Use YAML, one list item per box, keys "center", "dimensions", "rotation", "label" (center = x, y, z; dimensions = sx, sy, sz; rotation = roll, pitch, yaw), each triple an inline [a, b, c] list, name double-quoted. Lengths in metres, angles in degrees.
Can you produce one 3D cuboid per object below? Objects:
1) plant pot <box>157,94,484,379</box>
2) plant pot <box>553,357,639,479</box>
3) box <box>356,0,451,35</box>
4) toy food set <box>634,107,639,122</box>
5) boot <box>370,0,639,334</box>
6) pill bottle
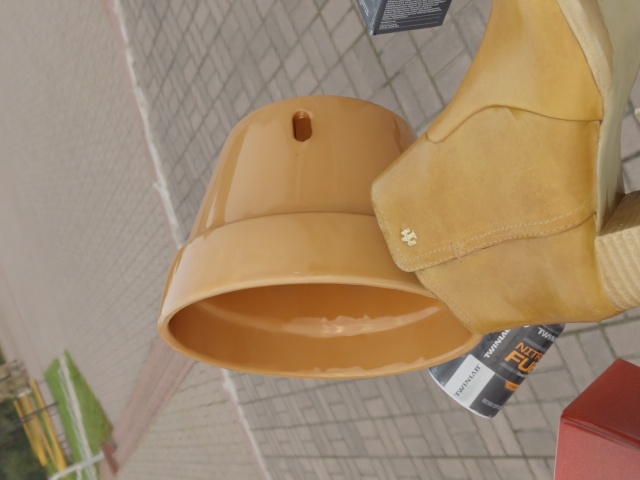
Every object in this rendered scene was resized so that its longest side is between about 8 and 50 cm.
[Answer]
- center: [0.000, 0.000, 0.679]
  dimensions: [0.291, 0.291, 0.203]
  rotation: [130, 144, -58]
  label: "plant pot"
- center: [0.560, 0.393, 1.190]
  dimensions: [0.236, 0.267, 0.267]
  rotation: [14, 113, 39]
  label: "plant pot"
- center: [0.160, -0.663, 1.450]
  dimensions: [0.312, 0.179, 0.343]
  rotation: [107, 148, -63]
  label: "box"
- center: [0.474, -0.163, 0.815]
  dimensions: [0.192, 0.132, 0.038]
  rotation: [-8, 71, 33]
  label: "toy food set"
- center: [0.099, -0.074, 0.432]
  dimensions: [0.211, 0.104, 0.295]
  rotation: [-20, 101, 48]
  label: "boot"
- center: [0.288, 0.143, 1.098]
  dimensions: [0.130, 0.130, 0.245]
  rotation: [42, 102, 39]
  label: "pill bottle"
